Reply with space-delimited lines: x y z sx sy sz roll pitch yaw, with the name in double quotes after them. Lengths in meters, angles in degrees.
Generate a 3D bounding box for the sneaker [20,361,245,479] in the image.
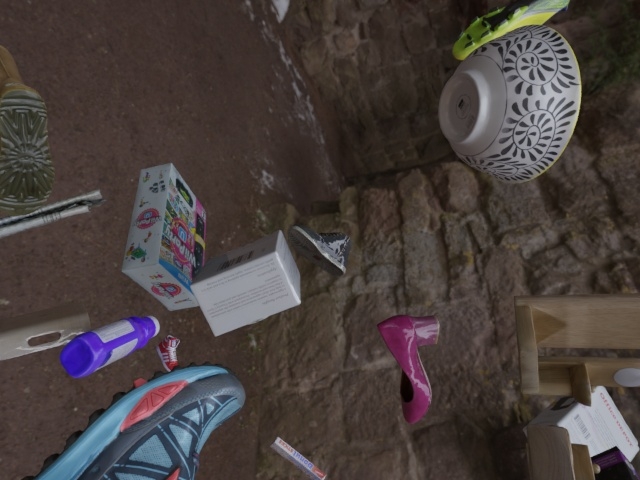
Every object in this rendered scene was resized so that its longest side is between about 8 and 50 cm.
-0.126 0.189 0.266 0.262 0.125 0.104 -38 156 -45 "sneaker"

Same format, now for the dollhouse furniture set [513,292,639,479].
0.221 0.144 0.326 0.151 0.123 0.144 -65 143 -50 "dollhouse furniture set"

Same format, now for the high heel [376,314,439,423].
0.228 0.383 1.269 0.127 0.181 0.377 -130 -140 -68 "high heel"

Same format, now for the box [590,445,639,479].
0.221 0.248 0.363 0.029 0.116 0.162 54 21 8 "box"

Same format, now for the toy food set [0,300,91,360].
-0.790 0.259 1.246 0.219 0.306 0.092 -12 97 -32 "toy food set"

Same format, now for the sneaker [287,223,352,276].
0.000 0.000 1.270 0.222 0.083 0.118 42 50 -29 "sneaker"

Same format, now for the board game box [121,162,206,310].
-0.382 -0.007 1.106 0.224 0.097 0.303 68 13 -56 "board game box"

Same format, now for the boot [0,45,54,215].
-0.562 -0.206 0.787 0.089 0.269 0.236 -1 120 -46 "boot"

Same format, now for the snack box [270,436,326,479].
-0.069 0.654 1.291 0.178 0.064 0.022 36 50 5 "snack box"

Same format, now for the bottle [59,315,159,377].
-0.540 0.265 1.154 0.092 0.118 0.283 52 15 5 "bottle"

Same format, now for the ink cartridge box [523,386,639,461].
0.458 0.348 0.759 0.175 0.072 0.127 -14 71 -36 "ink cartridge box"

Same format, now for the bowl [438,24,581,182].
0.184 -0.146 0.480 0.170 0.080 0.170 174 -90 -73 "bowl"

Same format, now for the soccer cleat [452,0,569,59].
0.442 -0.489 0.995 0.121 0.289 0.093 48 11 -46 "soccer cleat"

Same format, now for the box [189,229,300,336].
-0.144 0.081 0.893 0.182 0.180 0.119 -102 170 -76 "box"

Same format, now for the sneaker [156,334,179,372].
-0.438 0.334 1.283 0.118 0.067 0.042 46 11 28 "sneaker"

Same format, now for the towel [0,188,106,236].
-0.790 -0.063 1.255 0.312 0.324 0.056 -1 -69 62 "towel"
